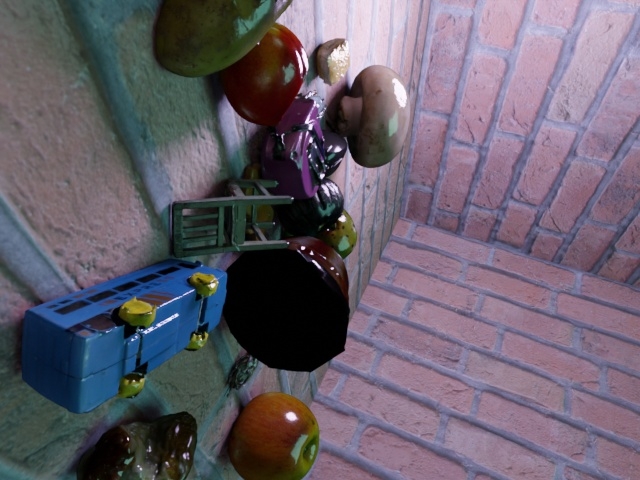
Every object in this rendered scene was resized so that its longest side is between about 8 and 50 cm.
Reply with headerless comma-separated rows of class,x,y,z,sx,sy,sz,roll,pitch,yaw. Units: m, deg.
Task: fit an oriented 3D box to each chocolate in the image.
chocolate,-0.059,0.148,1.282,0.331,0.383,0.384,-41,145,-61

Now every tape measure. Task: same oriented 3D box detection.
tape measure,-0.067,-0.235,1.184,0.245,0.149,0.232,72,27,-57

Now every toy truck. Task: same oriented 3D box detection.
toy truck,-0.321,0.142,0.798,0.385,0.162,0.161,-29,135,-67

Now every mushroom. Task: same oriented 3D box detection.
mushroom,0.163,-0.447,1.587,0.362,0.294,0.363,-179,-90,-83

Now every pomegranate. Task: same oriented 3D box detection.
pomegranate,-0.006,-0.016,1.600,0.285,0.231,0.231,-23,-152,48

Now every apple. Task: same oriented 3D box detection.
apple,-0.169,0.751,1.639,0.339,0.339,0.340,18,90,-73

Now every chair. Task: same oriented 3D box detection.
chair,-0.213,-0.058,1.022,0.270,0.147,0.136,-5,118,-23

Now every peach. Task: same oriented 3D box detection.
peach,-0.111,-0.343,0.911,0.190,0.190,0.192,-60,140,-33

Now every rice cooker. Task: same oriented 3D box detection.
rice cooker,0.004,-0.281,1.409,0.203,0.142,0.118,-48,163,-45

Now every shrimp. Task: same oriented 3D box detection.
shrimp,-0.257,0.434,1.447,0.190,0.075,0.073,-50,-173,-28
shrimp,-0.022,-0.401,1.319,0.090,0.079,0.233,59,32,-17

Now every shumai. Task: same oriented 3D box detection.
shumai,-0.403,0.466,0.971,0.222,0.203,0.272,-62,-165,-23

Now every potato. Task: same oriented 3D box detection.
potato,-0.164,-0.404,0.749,0.298,0.176,0.141,-45,152,-6

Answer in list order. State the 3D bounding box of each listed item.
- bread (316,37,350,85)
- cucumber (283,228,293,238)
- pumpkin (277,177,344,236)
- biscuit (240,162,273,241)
bread,0.035,-0.550,1.333,0.125,0.082,0.106,-51,145,-26
cucumber,-0.101,0.032,1.537,0.250,0.056,0.056,84,29,-47
pumpkin,-0.030,-0.104,1.374,0.220,0.162,0.220,-28,171,-5
biscuit,-0.180,-0.100,1.195,0.226,0.036,0.166,81,29,-52
